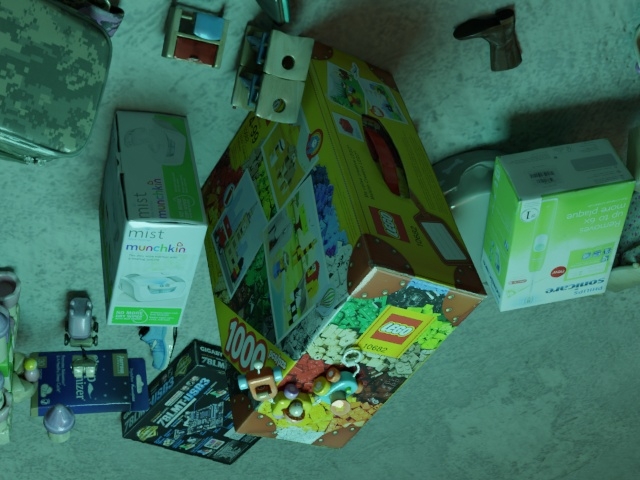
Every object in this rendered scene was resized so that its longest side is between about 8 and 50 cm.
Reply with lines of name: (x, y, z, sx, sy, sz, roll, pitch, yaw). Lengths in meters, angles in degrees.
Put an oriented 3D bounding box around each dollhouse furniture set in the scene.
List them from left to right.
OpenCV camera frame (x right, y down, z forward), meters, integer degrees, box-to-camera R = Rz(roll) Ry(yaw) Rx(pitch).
dollhouse furniture set: (-0.128, -0.254, 1.372, 0.183, 0.129, 0.129, 8, 102, -24)
dollhouse furniture set: (0.555, -0.089, 1.753, 0.173, 0.303, 0.355, 19, 158, -16)

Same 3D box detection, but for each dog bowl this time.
dog bowl: (0.292, -0.025, 1.781, 0.348, 0.102, 0.349, -8, 137, -8)

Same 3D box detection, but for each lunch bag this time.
lunch bag: (-0.464, -0.226, 1.256, 0.305, 0.213, 0.256, 18, 171, -40)

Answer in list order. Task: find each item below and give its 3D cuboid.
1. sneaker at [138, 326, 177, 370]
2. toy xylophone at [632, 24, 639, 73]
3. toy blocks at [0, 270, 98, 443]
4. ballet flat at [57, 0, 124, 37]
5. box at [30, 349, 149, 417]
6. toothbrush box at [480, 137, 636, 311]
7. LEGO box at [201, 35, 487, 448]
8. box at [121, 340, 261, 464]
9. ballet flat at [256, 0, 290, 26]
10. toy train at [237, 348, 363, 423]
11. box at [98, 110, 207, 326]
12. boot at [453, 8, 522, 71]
sneaker: (-0.324, 0.192, 1.870, 0.073, 0.063, 0.162, 11, 129, -2)
toy xylophone: (0.632, -0.387, 1.522, 0.236, 0.081, 0.323, 21, 126, -32)
toy blocks: (-0.538, 0.176, 1.613, 0.308, 0.289, 0.260, 2, 139, -14)
ballet flat: (-0.359, -0.355, 1.289, 0.079, 0.077, 0.221, -49, 135, 7)
box: (-0.453, 0.278, 1.853, 0.225, 0.136, 0.037, 0, 134, -17)
toothbrush box: (0.408, -0.023, 1.655, 0.206, 0.122, 0.283, -9, 138, -8)
LEGO box: (0.000, 0.000, 1.433, 0.193, 0.500, 0.372, 16, 128, -30)
box: (-0.233, 0.362, 2.048, 0.293, 0.073, 0.295, 24, 125, -33)
ballet flat: (-0.091, -0.427, 1.278, 0.096, 0.095, 0.281, -1, 125, -1)
toy train: (-0.020, 0.198, 1.232, 0.166, 0.046, 0.125, -10, 137, -5)
box: (-0.276, -0.036, 1.492, 0.126, 0.262, 0.231, 4, 133, -20)
boot: (0.274, -0.312, 1.533, 0.106, 0.037, 0.114, -17, 141, 5)
